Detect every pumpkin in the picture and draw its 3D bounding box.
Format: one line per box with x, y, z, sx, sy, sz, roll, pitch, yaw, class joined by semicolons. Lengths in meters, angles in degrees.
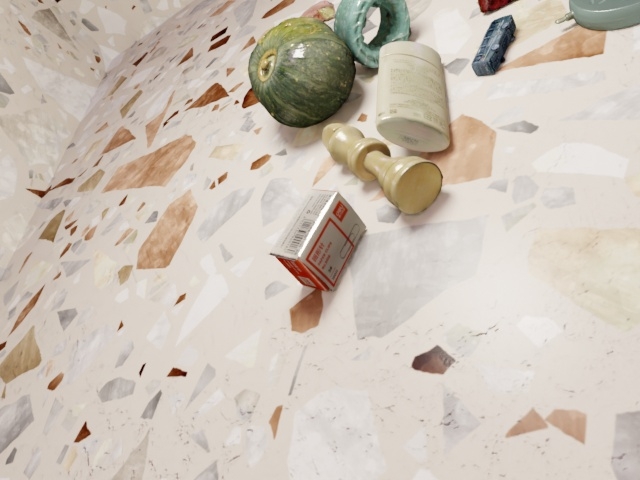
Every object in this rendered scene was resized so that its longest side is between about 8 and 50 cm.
-0.053;-0.485;1.367;0.291;0.257;0.327;-45;52;33;pumpkin

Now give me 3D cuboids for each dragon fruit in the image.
0.463;-0.702;1.250;0.127;0.161;0.120;-14;49;14;dragon fruit

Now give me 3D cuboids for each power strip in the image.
0.640;-0.522;1.024;0.253;0.054;0.167;-4;52;35;power strip

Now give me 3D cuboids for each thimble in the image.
0.151;-0.629;1.382;0.143;0.198;0.235;51;126;51;thimble

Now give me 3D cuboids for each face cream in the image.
0.218;-0.359;1.145;0.081;0.174;0.348;116;165;-50;face cream

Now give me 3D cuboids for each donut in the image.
-0.023;-0.838;1.813;0.166;0.065;0.117;-33;43;9;donut

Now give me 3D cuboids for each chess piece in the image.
0.113;-0.191;1.109;0.117;0.117;0.397;-43;38;-1;chess piece

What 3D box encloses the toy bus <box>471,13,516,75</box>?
0.420;-0.471;1.158;0.065;0.047;0.166;6;59;45;toy bus

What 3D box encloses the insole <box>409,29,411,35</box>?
0.240;-0.686;1.514;0.081;0.011;0.248;-27;44;21;insole

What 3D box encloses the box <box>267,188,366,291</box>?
0.000;0.000;1.010;0.099;0.133;0.182;9;59;43;box
